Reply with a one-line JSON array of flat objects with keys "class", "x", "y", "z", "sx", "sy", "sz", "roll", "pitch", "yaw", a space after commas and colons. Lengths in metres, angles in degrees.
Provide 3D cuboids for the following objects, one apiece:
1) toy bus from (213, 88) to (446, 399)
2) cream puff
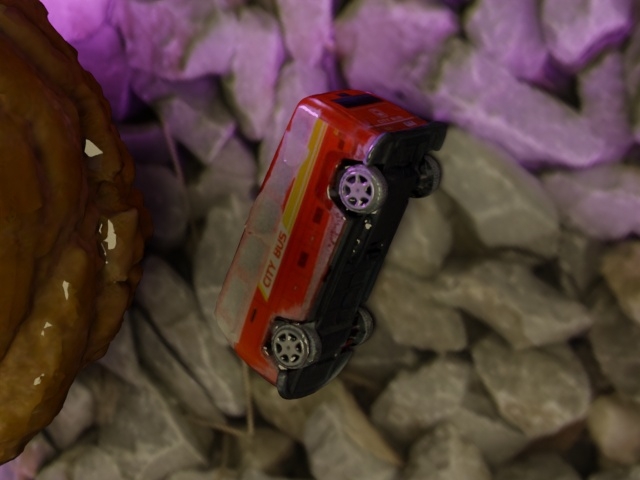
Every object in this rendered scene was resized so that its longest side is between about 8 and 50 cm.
[{"class": "toy bus", "x": 0.000, "y": 0.000, "z": 1.045, "sx": 0.077, "sy": 0.079, "sz": 0.174, "roll": 33, "pitch": 115, "yaw": 22}, {"class": "cream puff", "x": -0.262, "y": -0.028, "z": 1.063, "sx": 0.343, "sy": 0.231, "sz": 0.327, "roll": 25, "pitch": 117, "yaw": 9}]
